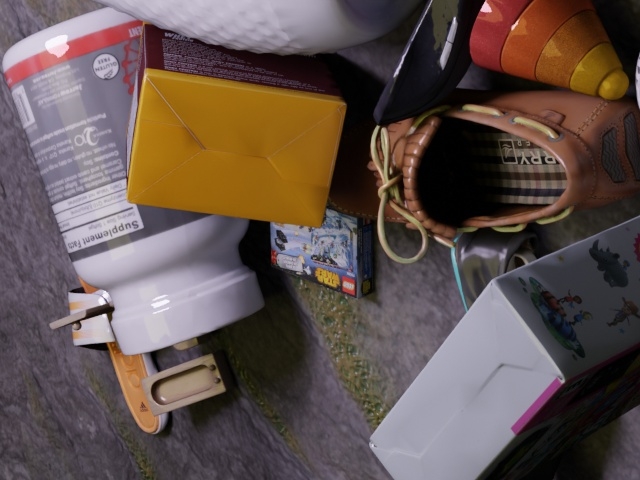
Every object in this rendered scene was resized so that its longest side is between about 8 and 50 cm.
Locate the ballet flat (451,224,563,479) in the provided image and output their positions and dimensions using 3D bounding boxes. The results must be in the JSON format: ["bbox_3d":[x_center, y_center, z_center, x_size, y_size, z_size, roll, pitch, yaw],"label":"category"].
[{"bbox_3d":[0.196,0.116,1.413,0.096,0.095,0.281,-9,100,40],"label":"ballet flat"}]

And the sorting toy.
[{"bbox_3d":[0.230,-0.243,1.163,0.126,0.127,0.366,45,143,26],"label":"sorting toy"}]

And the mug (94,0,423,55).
[{"bbox_3d":[-0.047,-0.354,1.357,0.328,0.276,0.374,25,105,34],"label":"mug"}]

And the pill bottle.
[{"bbox_3d":[-0.200,-0.070,1.677,0.210,0.210,0.363,-16,95,50],"label":"pill bottle"}]

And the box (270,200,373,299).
[{"bbox_3d":[0.000,0.000,1.625,0.137,0.027,0.094,20,119,42],"label":"box"}]

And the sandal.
[{"bbox_3d":[-0.273,0.134,1.946,0.102,0.076,0.265,-18,92,50],"label":"sandal"}]

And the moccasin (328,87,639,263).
[{"bbox_3d":[0.121,-0.060,1.367,0.380,0.147,0.139,9,115,51],"label":"moccasin"}]

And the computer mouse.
[{"bbox_3d":[0.120,-0.198,1.270,0.060,0.184,0.262,26,105,-1],"label":"computer mouse"}]

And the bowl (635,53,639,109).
[{"bbox_3d":[0.309,-0.121,1.191,0.170,0.080,0.170,21,120,41],"label":"bowl"}]

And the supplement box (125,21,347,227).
[{"bbox_3d":[-0.089,-0.119,1.476,0.194,0.191,0.129,-107,27,-65],"label":"supplement box"}]

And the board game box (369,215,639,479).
[{"bbox_3d":[0.211,0.088,1.215,0.097,0.303,0.224,52,138,18],"label":"board game box"}]

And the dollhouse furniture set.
[{"bbox_3d":[-0.214,0.139,1.816,0.144,0.123,0.151,-21,87,27],"label":"dollhouse furniture set"}]
